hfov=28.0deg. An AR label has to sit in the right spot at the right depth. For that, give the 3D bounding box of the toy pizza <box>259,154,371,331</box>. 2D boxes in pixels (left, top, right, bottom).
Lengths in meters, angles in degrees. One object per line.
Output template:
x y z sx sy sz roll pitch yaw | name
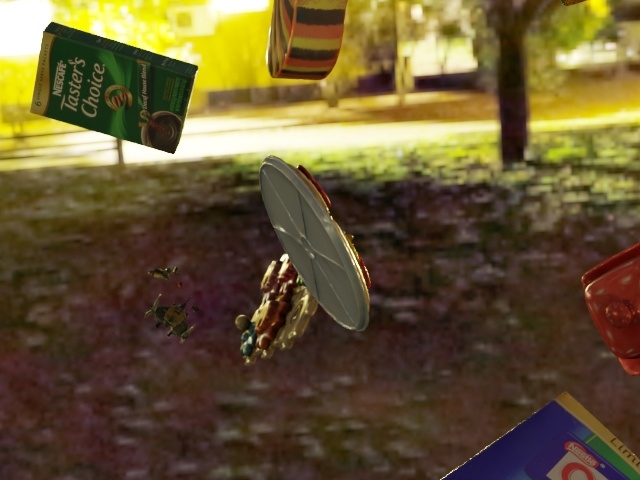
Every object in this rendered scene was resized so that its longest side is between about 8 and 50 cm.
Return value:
0.000 0.000 1.296 0.032 0.201 0.201 -29 17 -15 | toy pizza

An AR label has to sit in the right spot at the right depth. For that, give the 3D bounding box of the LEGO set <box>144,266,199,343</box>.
-0.147 0.067 1.262 0.054 0.083 0.023 11 -34 -17 | LEGO set

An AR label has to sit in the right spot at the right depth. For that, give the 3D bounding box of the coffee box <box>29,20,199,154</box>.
-0.246 -0.179 1.520 0.184 0.113 0.040 18 31 -2 | coffee box

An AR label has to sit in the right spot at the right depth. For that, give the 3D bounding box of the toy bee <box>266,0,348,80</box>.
-0.008 -0.287 1.203 0.195 0.298 0.162 -19 23 -9 | toy bee

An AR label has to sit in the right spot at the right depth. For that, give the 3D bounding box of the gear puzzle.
-0.038 0.064 1.692 0.044 0.175 0.339 28 -20 -13 | gear puzzle

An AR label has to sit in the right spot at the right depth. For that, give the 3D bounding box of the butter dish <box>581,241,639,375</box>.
0.414 0.089 1.680 0.160 0.160 0.118 -33 -15 37 | butter dish

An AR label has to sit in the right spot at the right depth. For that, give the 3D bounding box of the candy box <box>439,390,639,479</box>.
0.188 0.296 0.997 0.268 0.122 0.317 42 37 21 | candy box

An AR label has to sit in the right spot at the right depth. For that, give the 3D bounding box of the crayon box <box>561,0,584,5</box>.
0.361 -0.361 1.346 0.278 0.081 0.165 -15 -31 22 | crayon box
